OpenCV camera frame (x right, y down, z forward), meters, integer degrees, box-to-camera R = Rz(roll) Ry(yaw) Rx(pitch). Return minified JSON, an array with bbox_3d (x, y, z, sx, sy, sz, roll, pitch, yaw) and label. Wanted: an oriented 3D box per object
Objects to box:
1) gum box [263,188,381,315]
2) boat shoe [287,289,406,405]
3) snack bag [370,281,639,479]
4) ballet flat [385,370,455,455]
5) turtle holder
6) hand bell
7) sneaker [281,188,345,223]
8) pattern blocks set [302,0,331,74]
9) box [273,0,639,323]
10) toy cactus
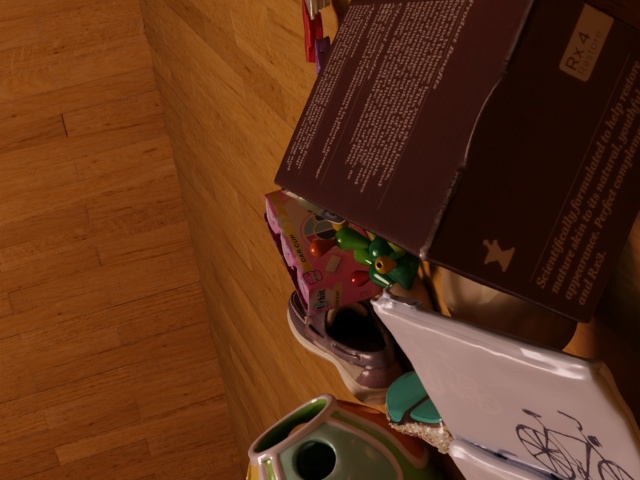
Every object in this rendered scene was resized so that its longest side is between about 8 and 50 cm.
[{"bbox_3d":[0.000,0.000,1.674,0.062,0.107,0.188,91,158,-52],"label":"gum box"},{"bbox_3d":[0.036,0.123,1.709,0.285,0.103,0.092,-134,35,-55],"label":"boat shoe"},{"bbox_3d":[0.190,0.200,0.994,0.342,0.037,0.323,60,161,-20],"label":"snack bag"},{"bbox_3d":[0.137,0.213,1.441,0.077,0.091,0.241,53,173,-10],"label":"ballet flat"},{"bbox_3d":[-0.005,0.345,1.606,0.227,0.320,0.243,56,-160,-9],"label":"turtle holder"},{"bbox_3d":[0.195,-0.015,0.945,0.126,0.126,0.242,68,152,24],"label":"hand bell"},{"bbox_3d":[0.009,-0.073,1.463,0.086,0.064,0.192,37,-159,-8],"label":"sneaker"},{"bbox_3d":[-0.013,-0.346,1.357,0.285,0.026,0.324,-113,18,-75],"label":"pattern blocks set"},{"bbox_3d":[0.102,-0.082,0.943,0.191,0.143,0.381,-67,17,3],"label":"box"},{"bbox_3d":[0.079,0.036,1.449,0.180,0.112,0.219,63,158,3],"label":"toy cactus"}]
